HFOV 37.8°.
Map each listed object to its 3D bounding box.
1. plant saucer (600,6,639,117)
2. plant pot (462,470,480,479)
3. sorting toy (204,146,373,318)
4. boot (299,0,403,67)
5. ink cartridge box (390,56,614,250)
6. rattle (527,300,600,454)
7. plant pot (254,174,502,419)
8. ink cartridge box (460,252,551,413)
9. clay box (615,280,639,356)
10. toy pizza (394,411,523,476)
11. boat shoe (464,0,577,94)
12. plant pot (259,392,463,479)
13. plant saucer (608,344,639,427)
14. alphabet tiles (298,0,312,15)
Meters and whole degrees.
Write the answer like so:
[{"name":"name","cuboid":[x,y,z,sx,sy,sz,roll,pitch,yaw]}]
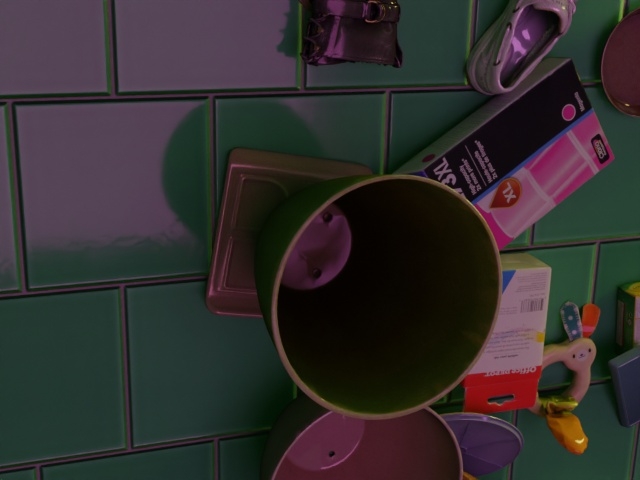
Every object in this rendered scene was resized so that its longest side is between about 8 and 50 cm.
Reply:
[{"name":"plant saucer","cuboid":[0.486,-0.270,1.403,0.168,0.029,0.169,-6,107,-18]},{"name":"plant pot","cuboid":[0.202,0.496,1.421,0.203,0.291,0.291,27,96,-43]},{"name":"sorting toy","cuboid":[0.000,0.000,1.309,0.307,0.041,0.229,6,100,-22]},{"name":"boot","cuboid":[0.010,-0.333,1.166,0.262,0.091,0.229,7,104,-24]},{"name":"ink cartridge box","cuboid":[0.242,-0.089,1.329,0.371,0.069,0.176,-36,113,-12]},{"name":"rattle","cuboid":[0.402,0.207,1.466,0.130,0.143,0.200,33,100,-7]},{"name":"plant pot","cuboid":[0.028,0.036,1.144,0.274,0.293,0.275,-4,103,-20]},{"name":"ink cartridge box","cuboid":[0.266,0.142,1.425,0.134,0.078,0.231,-3,108,-18]},{"name":"clay box","cuboid":[0.600,0.120,1.553,0.222,0.053,0.128,-10,111,-17]},{"name":"toy pizza","cuboid":[0.211,0.311,1.439,0.201,0.032,0.201,0,139,0]},{"name":"boat shoe","cuboid":[0.311,-0.318,1.286,0.098,0.096,0.277,28,95,-25]},{"name":"plant pot","cuboid":[0.034,0.312,1.331,0.284,0.191,0.284,-6,108,-18]},{"name":"plant saucer","cuboid":[0.520,0.246,1.548,0.067,0.018,0.192,-27,133,-2]},{"name":"alphabet tiles","cuboid":[0.035,-0.413,1.206,0.237,0.009,0.198,-47,116,0]}]
